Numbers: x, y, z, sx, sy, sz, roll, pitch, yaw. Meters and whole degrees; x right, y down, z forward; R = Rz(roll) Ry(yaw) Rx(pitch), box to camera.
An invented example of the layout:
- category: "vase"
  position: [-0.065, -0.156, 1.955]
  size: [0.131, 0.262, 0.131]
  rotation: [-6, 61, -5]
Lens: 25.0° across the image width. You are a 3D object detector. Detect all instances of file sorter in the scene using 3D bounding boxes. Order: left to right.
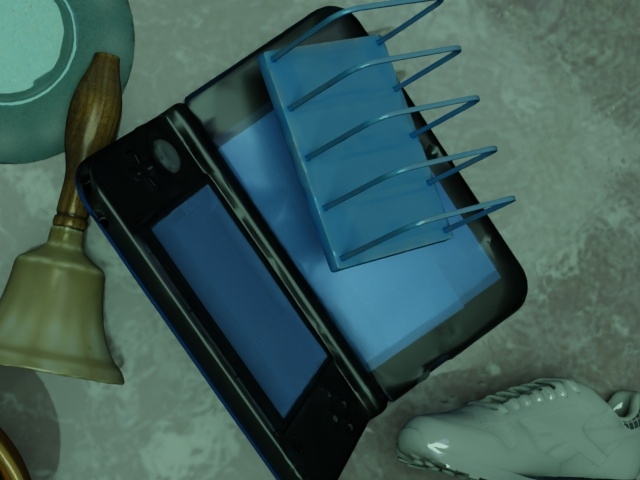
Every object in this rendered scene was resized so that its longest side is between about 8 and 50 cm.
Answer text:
- category: "file sorter"
  position: [0.052, -0.081, 1.054]
  size: [0.118, 0.104, 0.170]
  rotation: [-15, 83, -37]

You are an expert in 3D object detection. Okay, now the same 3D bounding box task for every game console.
- category: "game console"
  position: [0.000, 0.000, 1.072]
  size: [0.173, 0.250, 0.293]
  rotation: [-33, 96, 21]

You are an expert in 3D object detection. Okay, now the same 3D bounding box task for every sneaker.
- category: "sneaker"
  position: [0.157, 0.148, 1.116]
  size: [0.235, 0.090, 0.094]
  rotation: [13, 88, -36]

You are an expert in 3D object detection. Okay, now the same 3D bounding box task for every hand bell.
- category: "hand bell"
  position: [-0.185, -0.022, 1.073]
  size: [0.126, 0.126, 0.242]
  rotation: [11, 85, -8]

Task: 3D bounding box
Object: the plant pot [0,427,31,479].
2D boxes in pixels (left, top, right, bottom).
- category: "plant pot"
  position: [-0.299, 0.193, 1.022]
  size: [0.205, 0.188, 0.205]
  rotation: [0, 92, -7]

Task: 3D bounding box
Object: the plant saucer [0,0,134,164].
- category: "plant saucer"
  position: [-0.238, -0.155, 1.095]
  size: [0.195, 0.037, 0.194]
  rotation: [0, 93, -8]
